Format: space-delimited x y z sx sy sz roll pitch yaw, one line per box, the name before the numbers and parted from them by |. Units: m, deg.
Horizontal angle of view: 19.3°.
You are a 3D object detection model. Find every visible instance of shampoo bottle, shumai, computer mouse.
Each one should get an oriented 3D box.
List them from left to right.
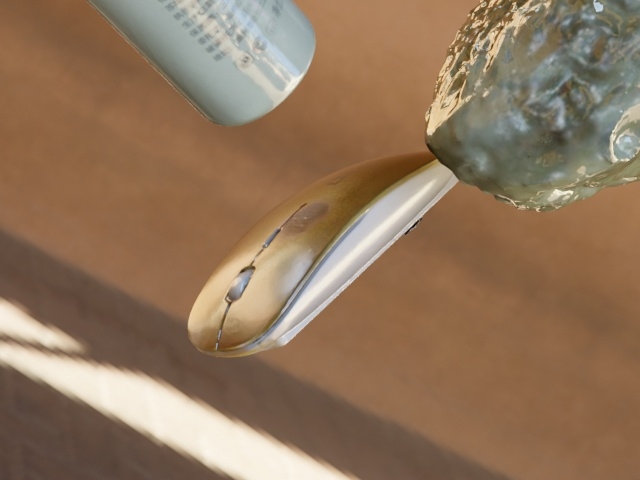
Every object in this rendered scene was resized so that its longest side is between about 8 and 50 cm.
shampoo bottle | -0.076 -0.116 0.646 0.195 0.056 0.056 45 1 -39
computer mouse | -0.001 -0.002 1.113 0.102 0.199 0.045 -5 -59 53
shumai | 0.196 -0.091 1.055 0.222 0.225 0.261 45 46 -6
